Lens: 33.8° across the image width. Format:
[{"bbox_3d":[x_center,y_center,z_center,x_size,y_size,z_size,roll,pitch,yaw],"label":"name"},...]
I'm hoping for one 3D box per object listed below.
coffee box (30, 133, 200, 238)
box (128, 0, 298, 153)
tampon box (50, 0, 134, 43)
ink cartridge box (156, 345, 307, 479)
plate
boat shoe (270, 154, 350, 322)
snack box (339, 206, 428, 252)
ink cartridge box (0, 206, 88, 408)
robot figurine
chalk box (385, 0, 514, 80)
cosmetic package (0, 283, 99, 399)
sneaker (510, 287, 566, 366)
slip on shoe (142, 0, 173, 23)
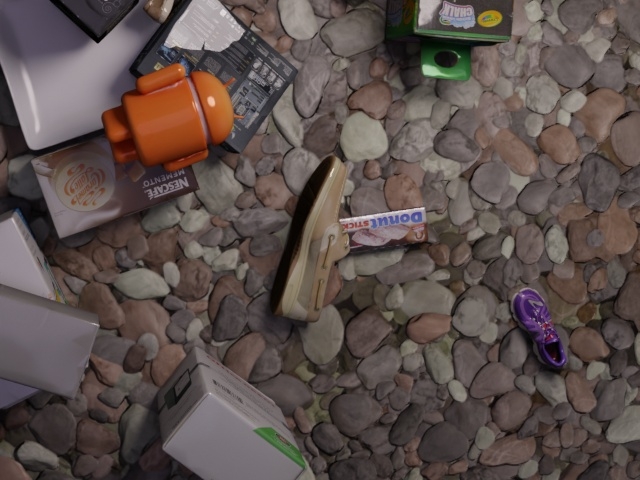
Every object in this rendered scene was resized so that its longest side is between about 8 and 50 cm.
[{"bbox_3d":[-0.345,-0.112,1.778,0.246,0.098,0.141,-19,100,-9],"label":"coffee box"},{"bbox_3d":[-0.178,-0.287,1.784,0.232,0.059,0.183,38,79,-23],"label":"box"},{"bbox_3d":[-0.361,-0.392,1.664,0.120,0.161,0.101,43,86,-13],"label":"tampon box"},{"bbox_3d":[-0.157,0.316,1.776,0.211,0.289,0.121,39,91,-13],"label":"ink cartridge box"},{"bbox_3d":[-0.399,-0.322,1.770,0.277,0.045,0.278,-19,100,-9],"label":"plate"},{"bbox_3d":[0.000,0.000,1.864,0.098,0.109,0.302,16,99,-15],"label":"boat shoe"},{"bbox_3d":[0.107,-0.018,1.926,0.178,0.022,0.064,-9,97,-11],"label":"snack box"},{"bbox_3d":[-0.525,0.113,1.718,0.197,0.198,0.270,-26,102,-9],"label":"ink cartridge box"},{"bbox_3d":[-0.233,-0.193,1.679,0.219,0.128,0.158,-19,96,-7],"label":"robot figurine"},{"bbox_3d":[0.223,-0.424,1.823,0.180,0.179,0.289,3,97,-13],"label":"chalk box"},{"bbox_3d":[-0.463,0.140,1.582,0.238,0.107,0.127,21,91,-18],"label":"cosmetic package"},{"bbox_3d":[0.422,0.164,1.991,0.068,0.071,0.170,-33,102,-6],"label":"sneaker"},{"bbox_3d":[-0.261,-0.421,1.758,0.041,0.051,0.135,27,59,-20],"label":"slip on shoe"}]
